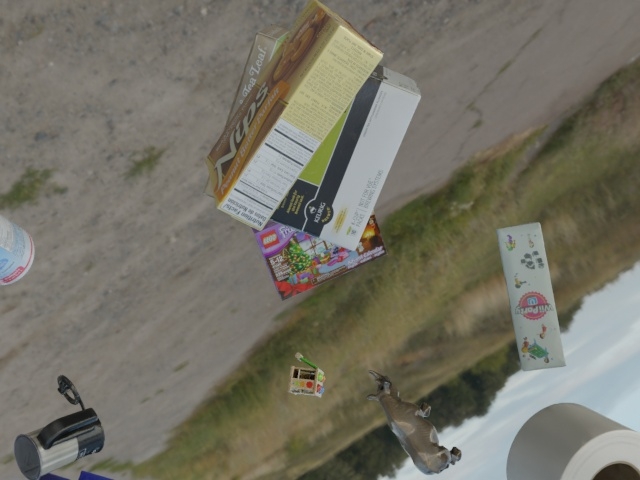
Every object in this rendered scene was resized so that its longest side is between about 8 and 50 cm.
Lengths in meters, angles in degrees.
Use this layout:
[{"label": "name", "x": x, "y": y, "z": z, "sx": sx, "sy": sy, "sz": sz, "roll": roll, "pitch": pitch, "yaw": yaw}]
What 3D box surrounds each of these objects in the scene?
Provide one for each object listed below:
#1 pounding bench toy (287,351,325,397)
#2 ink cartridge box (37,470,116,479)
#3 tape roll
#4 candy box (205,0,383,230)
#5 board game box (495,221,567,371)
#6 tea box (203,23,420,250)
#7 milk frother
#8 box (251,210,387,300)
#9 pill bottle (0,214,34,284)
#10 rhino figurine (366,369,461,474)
[{"label": "pounding bench toy", "x": -0.024, "y": 0.271, "z": 1.545, "sx": 0.065, "sy": 0.083, "sz": 0.052, "roll": 2, "pitch": 163, "yaw": 14}, {"label": "ink cartridge box", "x": -0.475, "y": 0.633, "z": 1.505, "sx": 0.151, "sy": 0.269, "sz": 0.395, "roll": -61, "pitch": -162, "yaw": 18}, {"label": "tape roll", "x": 0.497, "y": 0.445, "z": 1.428, "sx": 0.246, "sy": 0.246, "sz": 0.169, "roll": -31, "pitch": -167, "yaw": -13}, {"label": "candy box", "x": -0.051, "y": -0.193, "z": 1.149, "sx": 0.087, "sy": 0.183, "sz": 0.317, "roll": 27, "pitch": 109, "yaw": -25}, {"label": "board game box", "x": 0.459, "y": 0.115, "z": 1.678, "sx": 0.097, "sy": 0.304, "sz": 0.224, "roll": -10, "pitch": 179, "yaw": 14}, {"label": "tea box", "x": -0.017, "y": -0.208, "z": 1.500, "sx": 0.220, "sy": 0.323, "sz": 0.329, "roll": -80, "pitch": -168, "yaw": -70}, {"label": "milk frother", "x": -0.480, "y": 0.330, "z": 1.368, "sx": 0.134, "sy": 0.143, "sz": 0.129, "roll": -14, "pitch": 130, "yaw": -52}, {"label": "box", "x": 0.000, "y": 0.000, "z": 1.862, "sx": 0.293, "sy": 0.201, "sz": 0.057, "roll": -24, "pitch": -153, "yaw": -7}, {"label": "pill bottle", "x": -0.453, "y": -0.003, "z": 0.998, "sx": 0.087, "sy": 0.087, "sz": 0.160, "roll": -34, "pitch": 158, "yaw": -1}, {"label": "rhino figurine", "x": 0.170, "y": 0.349, "z": 1.482, "sx": 0.073, "sy": 0.243, "sz": 0.106, "roll": -43, "pitch": 166, "yaw": 24}]
